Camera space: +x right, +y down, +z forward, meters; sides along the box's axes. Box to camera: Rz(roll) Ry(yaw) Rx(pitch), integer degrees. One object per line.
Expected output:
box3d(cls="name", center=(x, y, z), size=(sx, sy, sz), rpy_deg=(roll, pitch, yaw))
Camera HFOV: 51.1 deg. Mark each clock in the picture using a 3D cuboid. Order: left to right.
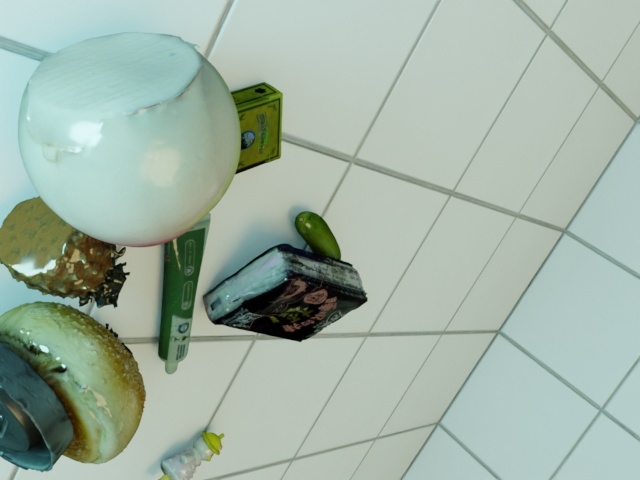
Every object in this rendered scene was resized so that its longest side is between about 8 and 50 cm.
box3d(cls="clock", center=(-0.503, 0.243, 1.029), size=(0.055, 0.280, 0.281), rpy_deg=(-52, 154, -43))

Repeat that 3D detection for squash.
box3d(cls="squash", center=(0.000, 0.000, 1.556), size=(0.069, 0.069, 0.258), rpy_deg=(-45, 148, -8))

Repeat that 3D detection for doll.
box3d(cls="doll", center=(-0.328, 0.552, 1.686), size=(0.207, 0.081, 0.129), rpy_deg=(-34, 161, -27))

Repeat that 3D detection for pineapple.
box3d(cls="pineapple", center=(-0.395, 0.042, 1.090), size=(0.158, 0.158, 0.279), rpy_deg=(-43, 157, -12))

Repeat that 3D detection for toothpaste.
box3d(cls="toothpaste", center=(-0.286, 0.118, 1.348), size=(0.098, 0.061, 0.392), rpy_deg=(-15, 129, -40))

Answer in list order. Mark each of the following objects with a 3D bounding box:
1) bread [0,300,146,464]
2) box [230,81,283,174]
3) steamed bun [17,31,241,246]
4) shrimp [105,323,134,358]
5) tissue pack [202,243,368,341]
box3d(cls="bread", center=(-0.414, 0.228, 1.114), size=(0.159, 0.305, 0.306), rpy_deg=(-47, 151, -43))
box3d(cls="box", center=(-0.170, -0.184, 1.192), size=(0.220, 0.064, 0.141), rpy_deg=(-26, 138, -34))
box3d(cls="steamed bun", center=(-0.258, -0.116, 0.948), size=(0.309, 0.309, 0.309), rpy_deg=(-30, 141, -28))
box3d(cls="shrimp", center=(-0.454, 0.283, 1.309), size=(0.178, 0.075, 0.289), rpy_deg=(-22, 150, -31))
box3d(cls="tissue pack", center=(-0.073, 0.125, 1.505), size=(0.245, 0.123, 0.332), rpy_deg=(-33, 150, 24))
